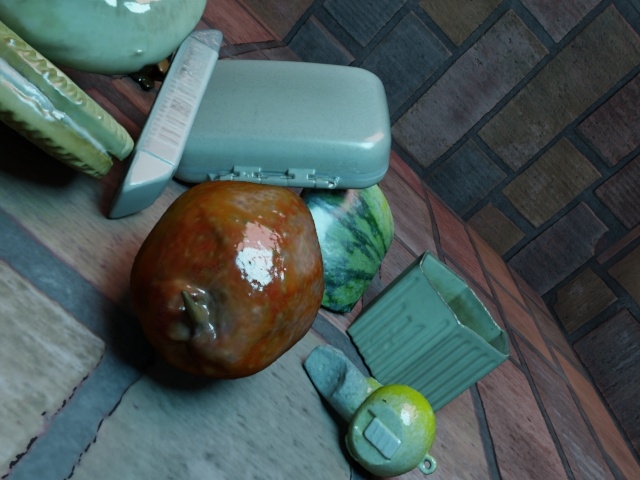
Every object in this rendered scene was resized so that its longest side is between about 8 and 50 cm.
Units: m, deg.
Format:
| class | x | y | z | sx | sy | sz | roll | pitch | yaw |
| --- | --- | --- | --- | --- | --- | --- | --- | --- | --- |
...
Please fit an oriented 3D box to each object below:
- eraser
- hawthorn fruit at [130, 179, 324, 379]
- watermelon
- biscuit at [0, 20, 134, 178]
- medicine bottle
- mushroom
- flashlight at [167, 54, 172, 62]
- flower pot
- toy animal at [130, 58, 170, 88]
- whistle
| class | x | y | z | sx | sy | sz | roll | pitch | yaw |
| --- | --- | --- | --- | --- | --- | --- | --- | --- | --- |
| eraser | -0.207 | -0.176 | 0.774 | 0.061 | 0.089 | 0.352 | 24 | 51 | -22 |
| hawthorn fruit | -0.103 | 0.042 | 0.579 | 0.210 | 0.210 | 0.262 | 46 | 17 | 1 |
| watermelon | 0.000 | 0.000 | 1.028 | 0.212 | 0.201 | 0.262 | 39 | 62 | -19 |
| biscuit | -0.324 | -0.165 | 0.615 | 0.259 | 0.079 | 0.259 | 37 | -6 | 5 |
| medicine bottle | -0.071 | -0.201 | 0.937 | 0.374 | 0.123 | 0.283 | 1 | 46 | -2 |
| mushroom | -0.279 | -0.348 | 0.700 | 0.356 | 0.315 | 0.315 | 46 | 17 | 31 |
| flashlight | -0.296 | -0.464 | 1.144 | 0.093 | 0.232 | 0.093 | 40 | 22 | -20 |
| flower pot | 0.189 | 0.162 | 0.978 | 0.209 | 0.189 | 0.239 | 18 | 32 | -52 |
| toy animal | -0.342 | -0.338 | 1.044 | 0.188 | 0.089 | 0.179 | 37 | 38 | -25 |
| whistle | 0.068 | 0.224 | 0.741 | 0.223 | 0.123 | 0.122 | 39 | 14 | 30 |
